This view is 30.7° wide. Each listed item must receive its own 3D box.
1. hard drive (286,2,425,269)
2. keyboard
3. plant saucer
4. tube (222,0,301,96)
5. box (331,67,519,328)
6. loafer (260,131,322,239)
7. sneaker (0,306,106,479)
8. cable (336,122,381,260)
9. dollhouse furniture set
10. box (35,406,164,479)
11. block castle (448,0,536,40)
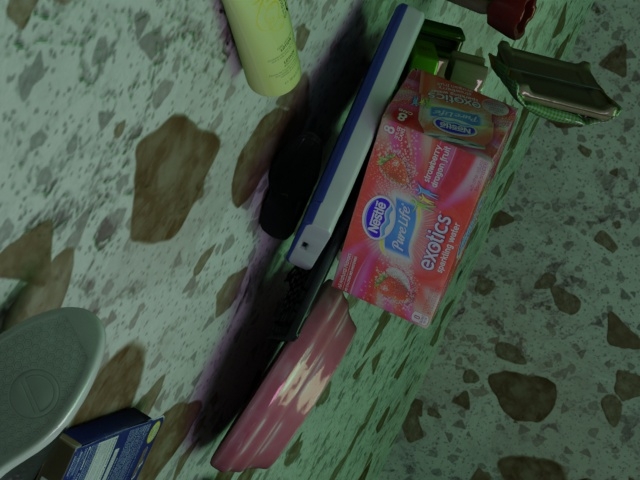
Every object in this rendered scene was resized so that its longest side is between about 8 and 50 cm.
[{"bbox_3d":[0.043,-0.131,1.536,0.210,0.040,0.318,120,-6,-74],"label":"hard drive"},{"bbox_3d":[0.000,0.000,1.663,0.317,0.033,0.201,-64,-171,-11],"label":"keyboard"},{"bbox_3d":[-0.045,0.216,1.757,0.332,0.084,0.332,-57,180,1],"label":"plant saucer"},{"bbox_3d":[-0.064,-0.233,1.156,0.240,0.062,0.070,76,2,-60],"label":"tube"},{"bbox_3d":[0.133,-0.053,1.546,0.142,0.154,0.300,-56,167,-48],"label":"box"},{"bbox_3d":[-0.034,-0.080,1.516,0.061,0.062,0.170,-59,176,-48],"label":"loafer"},{"bbox_3d":[-0.286,0.192,1.059,0.295,0.104,0.147,-55,166,-8],"label":"sneaker"},{"bbox_3d":[0.066,-0.091,1.869,0.139,0.072,0.287,-35,137,-45],"label":"cable"},{"bbox_3d":[0.251,-0.194,1.692,0.197,0.301,0.151,-91,-164,-61],"label":"dollhouse furniture set"},{"bbox_3d":[-0.267,0.272,1.364,0.136,0.036,0.225,-65,163,8],"label":"box"},{"bbox_3d":[0.259,-0.453,1.548,0.303,0.213,0.453,-65,164,7],"label":"block castle"}]
